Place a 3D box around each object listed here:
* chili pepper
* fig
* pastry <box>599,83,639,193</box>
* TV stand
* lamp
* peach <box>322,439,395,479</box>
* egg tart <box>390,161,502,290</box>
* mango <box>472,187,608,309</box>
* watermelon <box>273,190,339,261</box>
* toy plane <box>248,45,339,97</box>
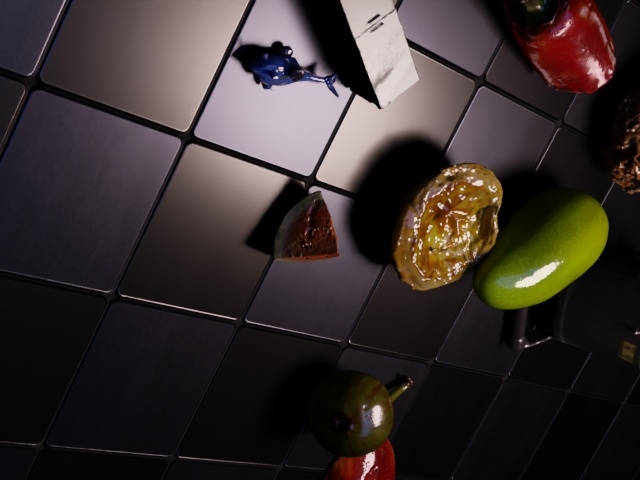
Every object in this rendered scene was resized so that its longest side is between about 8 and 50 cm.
[{"bbox_3d":[0.354,-0.358,1.797,0.338,0.134,0.131,31,79,-51],"label":"chili pepper"},{"bbox_3d":[0.072,0.288,2.004,0.151,0.151,0.259,-66,163,13],"label":"fig"},{"bbox_3d":[0.657,-0.190,2.131,0.274,0.193,0.275,-22,128,-32],"label":"pastry"},{"bbox_3d":[0.053,-0.316,1.597,0.082,0.088,0.270,-40,135,-14],"label":"TV stand"},{"bbox_3d":[0.588,0.140,2.222,0.374,0.272,0.205,-19,126,-31],"label":"lamp"},{"bbox_3d":[0.081,0.470,2.139,0.189,0.068,0.279,-9,121,-40],"label":"peach"},{"bbox_3d":[0.198,-0.031,1.894,0.241,0.106,0.241,-21,129,-28],"label":"egg tart"},{"bbox_3d":[0.387,0.017,2.032,0.343,0.156,0.192,-31,140,-40],"label":"mango"},{"bbox_3d":[0.000,0.000,1.748,0.135,0.094,0.125,35,84,-51],"label":"watermelon"},{"bbox_3d":[-0.037,-0.231,1.606,0.167,0.054,0.062,3,139,-41],"label":"toy plane"}]
